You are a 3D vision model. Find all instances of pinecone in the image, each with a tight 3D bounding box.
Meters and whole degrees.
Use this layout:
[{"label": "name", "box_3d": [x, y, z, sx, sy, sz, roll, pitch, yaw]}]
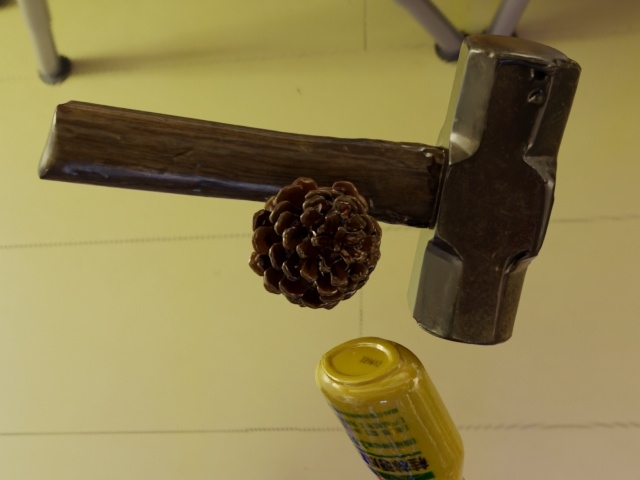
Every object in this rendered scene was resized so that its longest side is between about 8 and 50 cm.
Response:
[{"label": "pinecone", "box_3d": [0.003, 0.002, 0.853, 0.102, 0.109, 0.102, -2, 94, -28]}]

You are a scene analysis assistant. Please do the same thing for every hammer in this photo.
[{"label": "hammer", "box_3d": [-0.017, -0.061, 0.943, 0.409, 0.095, 0.242, 8, 110, -1]}]

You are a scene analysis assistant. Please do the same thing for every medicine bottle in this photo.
[{"label": "medicine bottle", "box_3d": [0.082, 0.182, 0.947, 0.095, 0.260, 0.064, -1, 43, 35]}]
